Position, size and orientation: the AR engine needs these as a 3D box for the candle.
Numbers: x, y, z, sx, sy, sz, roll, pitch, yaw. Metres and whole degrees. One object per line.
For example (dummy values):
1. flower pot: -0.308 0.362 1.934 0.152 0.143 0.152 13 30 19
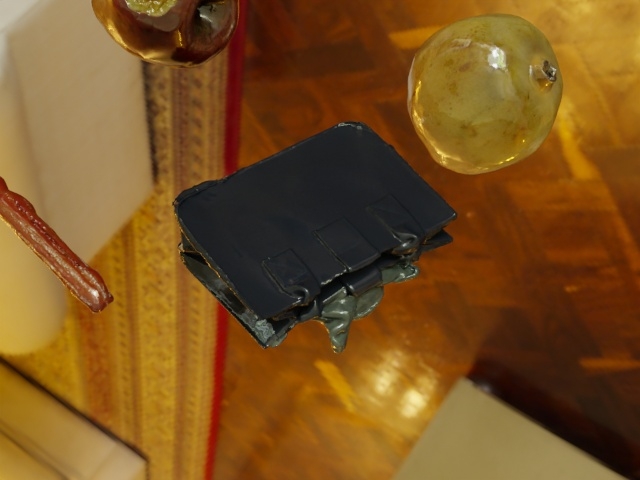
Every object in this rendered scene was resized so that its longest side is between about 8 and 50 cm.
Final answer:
1. candle: -0.417 -0.006 1.683 0.329 0.051 0.048 41 169 24

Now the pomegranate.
1. pomegranate: 0.228 -0.212 1.607 0.233 0.233 0.233 27 149 18

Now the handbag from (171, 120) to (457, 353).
1. handbag: 0.000 0.000 1.484 0.269 0.325 0.118 47 152 31

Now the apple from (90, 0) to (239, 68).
1. apple: -0.185 -0.279 1.323 0.158 0.156 0.147 28 134 26
